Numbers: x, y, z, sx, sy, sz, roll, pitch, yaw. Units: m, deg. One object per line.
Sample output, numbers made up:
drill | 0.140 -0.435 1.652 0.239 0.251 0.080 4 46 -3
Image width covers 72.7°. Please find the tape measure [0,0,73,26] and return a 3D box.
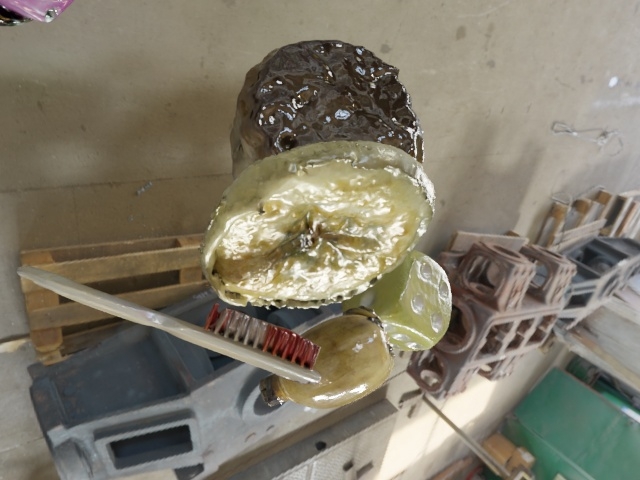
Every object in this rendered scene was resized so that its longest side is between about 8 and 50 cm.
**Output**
tape measure | -0.332 -0.362 0.448 0.245 0.149 0.231 -66 166 1

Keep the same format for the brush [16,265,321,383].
brush | -0.149 0.081 0.467 0.321 0.060 0.050 21 70 -6

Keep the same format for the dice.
dice | 0.221 0.170 1.242 0.238 0.227 0.233 35 58 -33

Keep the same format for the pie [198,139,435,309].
pie | 0.000 0.000 0.491 0.275 0.055 0.274 -14 144 -10

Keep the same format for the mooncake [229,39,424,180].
mooncake | 0.008 -0.178 0.742 0.324 0.323 0.187 -30 170 -22

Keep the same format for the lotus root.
lotus root | 0.003 0.259 0.887 0.310 0.182 0.182 -28 137 11
